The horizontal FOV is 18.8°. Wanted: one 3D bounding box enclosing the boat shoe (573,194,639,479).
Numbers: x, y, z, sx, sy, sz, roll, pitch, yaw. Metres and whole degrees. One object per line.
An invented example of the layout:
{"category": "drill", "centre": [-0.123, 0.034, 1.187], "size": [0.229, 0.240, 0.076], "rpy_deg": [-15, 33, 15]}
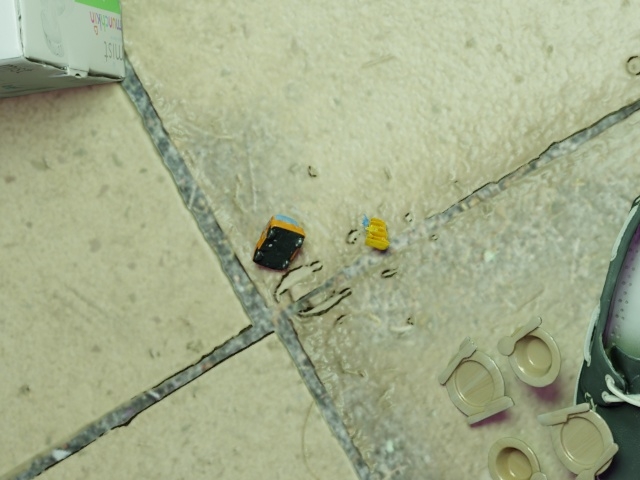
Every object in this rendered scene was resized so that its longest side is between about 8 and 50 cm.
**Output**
{"category": "boat shoe", "centre": [0.276, 0.096, 1.669], "size": [0.114, 0.091, 0.302], "rpy_deg": [5, 92, 13]}

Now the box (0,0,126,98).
{"category": "box", "centre": [-0.325, -0.190, 1.719], "size": [0.231, 0.262, 0.126], "rpy_deg": [-8, 89, 14]}

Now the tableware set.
{"category": "tableware set", "centre": [0.179, 0.151, 1.694], "size": [0.141, 0.020, 0.168], "rpy_deg": [-36, 77, 40]}

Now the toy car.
{"category": "toy car", "centre": [0.000, 0.000, 1.770], "size": [0.122, 0.060, 0.040], "rpy_deg": [5, 47, -3]}
